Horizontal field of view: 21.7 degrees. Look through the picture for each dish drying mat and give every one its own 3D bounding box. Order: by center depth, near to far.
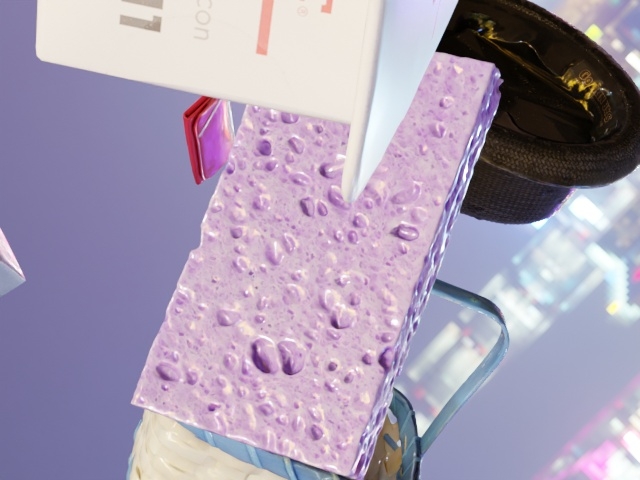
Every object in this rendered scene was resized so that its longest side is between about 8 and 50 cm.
[{"bbox_3d":[-0.059,-0.057,0.901,0.008,0.032,0.083,40,163,15],"label":"dish drying mat"}]

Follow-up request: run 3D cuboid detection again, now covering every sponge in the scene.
[{"bbox_3d":[0.000,0.000,0.807,0.117,0.210,0.031,17,170,20],"label":"sponge"}]

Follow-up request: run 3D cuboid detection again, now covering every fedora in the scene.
[{"bbox_3d":[0.167,-0.125,1.719,0.334,0.152,0.334,12,-141,-10],"label":"fedora"}]

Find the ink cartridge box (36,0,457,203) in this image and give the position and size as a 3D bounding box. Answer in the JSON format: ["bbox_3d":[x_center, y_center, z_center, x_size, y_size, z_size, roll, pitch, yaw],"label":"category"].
[{"bbox_3d":[0.002,-0.171,0.540,0.119,0.207,0.353,12,-155,7],"label":"ink cartridge box"}]

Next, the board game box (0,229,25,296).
[{"bbox_3d":[-0.504,-0.006,1.721,0.318,0.318,0.066,58,-179,30],"label":"board game box"}]

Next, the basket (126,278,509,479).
[{"bbox_3d":[-0.023,0.122,1.338,0.254,0.289,0.201,28,-154,-13],"label":"basket"}]
